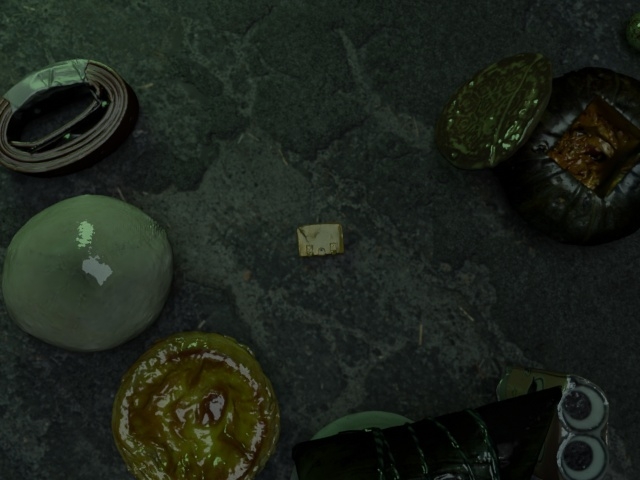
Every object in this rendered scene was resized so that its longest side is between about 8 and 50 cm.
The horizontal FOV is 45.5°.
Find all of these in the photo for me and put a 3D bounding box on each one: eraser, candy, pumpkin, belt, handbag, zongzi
[{"bbox_3d":[0.366,0.295,1.237,0.087,0.290,0.171,5,83,-3],"label":"eraser"},{"bbox_3d":[-0.391,0.055,1.286,0.296,0.185,0.295,0,88,-5],"label":"candy"},{"bbox_3d":[0.466,-0.148,1.344,0.321,0.192,0.320,0,86,1],"label":"pumpkin"},{"bbox_3d":[-0.458,-0.216,1.357,0.261,0.105,0.184,-34,88,-3],"label":"belt"},{"bbox_3d":[0.000,0.000,1.389,0.083,0.027,0.061,-6,84,-1],"label":"handbag"},{"bbox_3d":[0.173,0.333,1.089,0.384,0.319,0.362,20,101,-17],"label":"zongzi"}]

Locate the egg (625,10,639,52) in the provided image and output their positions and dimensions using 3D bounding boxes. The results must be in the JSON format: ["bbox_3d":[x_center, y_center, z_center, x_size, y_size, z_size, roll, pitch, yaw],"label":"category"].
[{"bbox_3d":[0.629,-0.392,1.439,0.110,0.085,0.085,4,82,-21],"label":"egg"}]

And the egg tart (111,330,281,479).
[{"bbox_3d":[-0.207,0.300,1.300,0.295,0.116,0.294,0,82,0],"label":"egg tart"}]

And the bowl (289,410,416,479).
[{"bbox_3d":[0.099,0.450,1.280,0.314,0.146,0.313,0,82,-4],"label":"bowl"}]

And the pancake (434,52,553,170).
[{"bbox_3d":[0.301,-0.230,1.340,0.031,0.250,0.250,34,81,-31],"label":"pancake"}]
